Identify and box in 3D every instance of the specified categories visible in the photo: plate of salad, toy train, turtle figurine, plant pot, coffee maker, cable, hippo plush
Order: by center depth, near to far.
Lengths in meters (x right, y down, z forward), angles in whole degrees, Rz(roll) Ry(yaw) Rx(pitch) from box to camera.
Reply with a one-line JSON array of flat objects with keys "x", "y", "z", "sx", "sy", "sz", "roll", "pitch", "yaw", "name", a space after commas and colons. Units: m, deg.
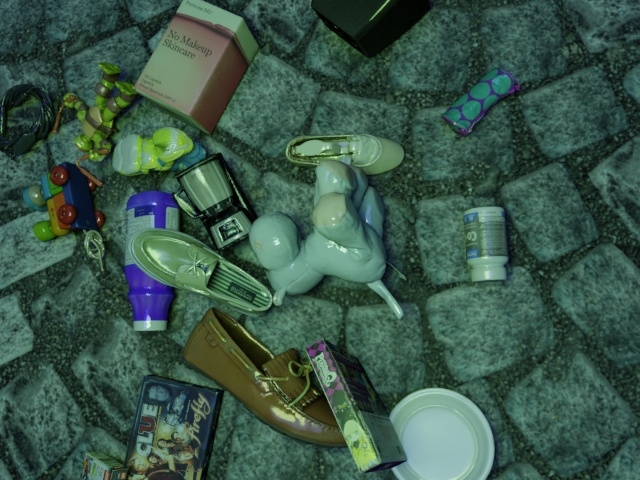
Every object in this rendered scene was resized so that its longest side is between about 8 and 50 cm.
[{"x": 0.218, "y": 0.375, "z": 1.018, "sx": 0.199, "sy": 0.048, "sz": 0.200, "roll": -2, "pitch": 80, "yaw": 13, "name": "plate of salad"}, {"x": 0.000, "y": 0.000, "z": 1.064, "sx": 0.236, "sy": 0.234, "sz": 0.294, "roll": -19, "pitch": 121, "yaw": 23, "name": "hippo plush"}, {"x": 0.091, "y": -0.489, "z": 1.116, "sx": 0.187, "sy": 0.188, "sz": 0.167, "roll": 42, "pitch": 103, "yaw": 12, "name": "plant pot"}, {"x": -0.196, "y": -0.081, "z": 1.117, "sx": 0.120, "sy": 0.171, "sz": 0.178, "roll": -24, "pitch": 99, "yaw": 25, "name": "coffee maker"}, {"x": -0.555, "y": -0.031, "z": 1.187, "sx": 0.143, "sy": 0.105, "sz": 0.248, "roll": -20, "pitch": 79, "yaw": 16, "name": "toy train"}, {"x": -0.480, "y": -0.262, "z": 1.205, "sx": 0.217, "sy": 0.087, "sz": 0.269, "roll": -49, "pitch": 59, "yaw": 22, "name": "turtle figurine"}, {"x": -0.691, "y": -0.286, "z": 1.269, "sx": 0.184, "sy": 0.047, "sz": 0.150, "roll": -46, "pitch": 69, "yaw": 10, "name": "cable"}]

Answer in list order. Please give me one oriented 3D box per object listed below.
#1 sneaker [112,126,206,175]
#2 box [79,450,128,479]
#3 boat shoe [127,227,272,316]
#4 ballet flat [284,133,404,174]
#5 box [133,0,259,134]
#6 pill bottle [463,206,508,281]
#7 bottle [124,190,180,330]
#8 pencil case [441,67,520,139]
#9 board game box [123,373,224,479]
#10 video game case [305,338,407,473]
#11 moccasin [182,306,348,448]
[{"x": -0.342, "y": -0.175, "z": 1.182, "sx": 0.240, "sy": 0.126, "sz": 0.091, "roll": -1, "pitch": 79, "yaw": 40, "name": "sneaker"}, {"x": -0.444, "y": 0.538, "z": 1.082, "sx": 0.114, "sy": 0.036, "sz": 0.207, "roll": 3, "pitch": 80, "yaw": 41, "name": "box"}, {"x": -0.223, "y": 0.055, "z": 1.063, "sx": 0.302, "sy": 0.094, "sz": 0.109, "roll": 25, "pitch": 72, "yaw": -13, "name": "boat shoe"}, {"x": 0.045, "y": -0.180, "z": 1.117, "sx": 0.248, "sy": 0.086, "sz": 0.086, "roll": 1, "pitch": 81, "yaw": 9, "name": "ballet flat"}, {"x": -0.260, "y": -0.371, "z": 1.172, "sx": 0.148, "sy": 0.127, "sz": 0.232, "roll": 27, "pitch": 87, "yaw": 12, "name": "box"}, {"x": 0.316, "y": 0.009, "z": 1.044, "sx": 0.078, "sy": 0.078, "sz": 0.137, "roll": -3, "pitch": 80, "yaw": 9, "name": "pill bottle"}, {"x": -0.347, "y": 0.044, "z": 1.132, "sx": 0.118, "sy": 0.092, "sz": 0.283, "roll": -9, "pitch": 78, "yaw": 38, "name": "bottle"}, {"x": 0.317, "y": -0.274, "z": 1.095, "sx": 0.151, "sy": 0.064, "sz": 0.070, "roll": -43, "pitch": 61, "yaw": 1, "name": "pencil case"}, {"x": -0.300, "y": 0.408, "z": 1.101, "sx": 0.165, "sy": 0.042, "sz": 0.243, "roll": 9, "pitch": 83, "yaw": 11, "name": "board game box"}, {"x": 0.067, "y": 0.286, "z": 0.942, "sx": 0.041, "sy": 0.232, "sz": 0.210, "roll": -30, "pitch": 64, "yaw": 7, "name": "video game case"}, {"x": -0.082, "y": 0.257, "z": 1.051, "sx": 0.380, "sy": 0.139, "sz": 0.147, "roll": 31, "pitch": 96, "yaw": 22, "name": "moccasin"}]
